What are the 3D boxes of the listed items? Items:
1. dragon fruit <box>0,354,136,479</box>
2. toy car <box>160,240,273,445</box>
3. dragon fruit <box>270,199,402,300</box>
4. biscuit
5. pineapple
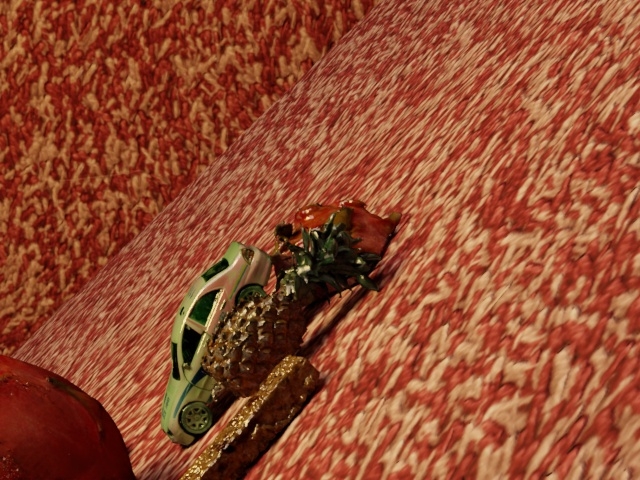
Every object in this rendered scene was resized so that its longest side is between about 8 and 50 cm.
[{"bbox_3d":[-0.344,0.254,1.669,0.295,0.302,0.295,-59,16,28],"label":"dragon fruit"},{"bbox_3d":[-0.121,0.106,1.754,0.224,0.076,0.090,-64,14,1],"label":"toy car"},{"bbox_3d":[0.000,0.000,1.763,0.147,0.096,0.102,-31,15,45],"label":"dragon fruit"},{"bbox_3d":[-0.075,0.187,1.530,0.199,0.034,0.064,-49,12,-14],"label":"biscuit"},{"bbox_3d":[-0.035,0.075,1.649,0.221,0.083,0.103,-49,34,-2],"label":"pineapple"}]
